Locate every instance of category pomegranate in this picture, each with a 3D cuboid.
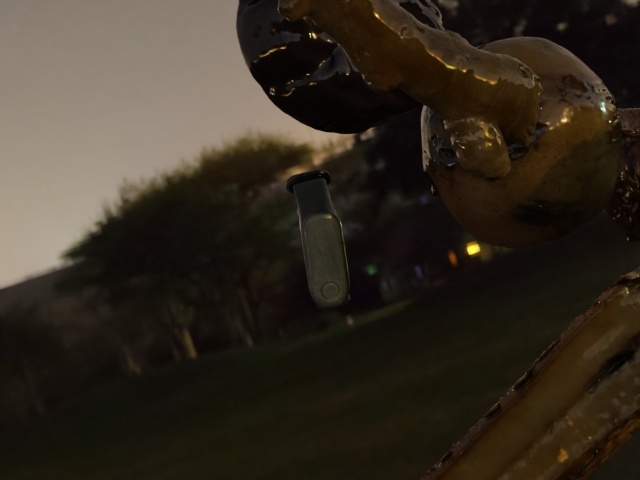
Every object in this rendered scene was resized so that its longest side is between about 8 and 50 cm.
[{"bbox_3d":[0.282,-0.136,1.866,0.322,0.322,0.322,-19,-1,0],"label":"pomegranate"}]

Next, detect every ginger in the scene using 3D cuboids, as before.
[{"bbox_3d":[0.072,-0.175,1.160,0.118,0.299,0.065,-58,12,-25],"label":"ginger"}]

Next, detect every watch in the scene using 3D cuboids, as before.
[{"bbox_3d":[0.000,0.000,1.941,0.068,0.206,0.193,-12,17,-2],"label":"watch"}]

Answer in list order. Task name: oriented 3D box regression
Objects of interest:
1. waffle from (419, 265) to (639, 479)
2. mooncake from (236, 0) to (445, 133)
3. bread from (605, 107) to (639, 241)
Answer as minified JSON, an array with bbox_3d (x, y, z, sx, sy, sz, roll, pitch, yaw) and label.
[{"bbox_3d":[0.201,0.143,1.065,0.308,0.091,0.213,-50,-19,24],"label":"waffle"},{"bbox_3d":[0.034,-0.279,1.711,0.283,0.283,0.141,-18,-7,-40],"label":"mooncake"},{"bbox_3d":[0.547,-0.105,2.273,0.135,0.232,0.246,-13,-26,-1],"label":"bread"}]
